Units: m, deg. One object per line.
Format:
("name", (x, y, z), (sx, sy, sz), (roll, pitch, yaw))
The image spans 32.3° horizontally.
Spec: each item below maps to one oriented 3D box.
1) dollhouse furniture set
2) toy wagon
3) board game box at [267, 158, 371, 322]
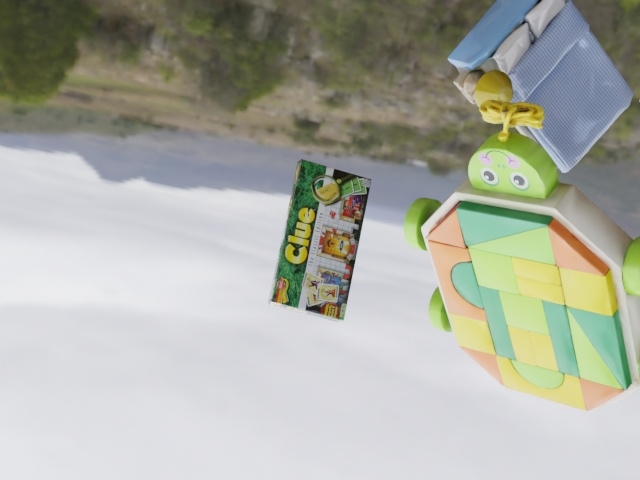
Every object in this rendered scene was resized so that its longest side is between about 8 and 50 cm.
("dollhouse furniture set", (0.342, -0.171, 1.170), (0.286, 0.303, 0.198), (46, 175, -30))
("toy wagon", (0.204, 0.022, 1.088), (0.267, 0.068, 0.344), (12, 136, 38))
("board game box", (0.000, 0.000, 1.909), (0.136, 0.260, 0.030), (14, 166, -13))
